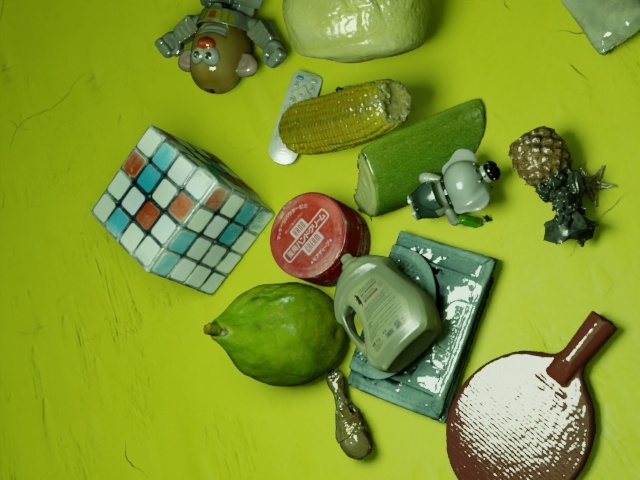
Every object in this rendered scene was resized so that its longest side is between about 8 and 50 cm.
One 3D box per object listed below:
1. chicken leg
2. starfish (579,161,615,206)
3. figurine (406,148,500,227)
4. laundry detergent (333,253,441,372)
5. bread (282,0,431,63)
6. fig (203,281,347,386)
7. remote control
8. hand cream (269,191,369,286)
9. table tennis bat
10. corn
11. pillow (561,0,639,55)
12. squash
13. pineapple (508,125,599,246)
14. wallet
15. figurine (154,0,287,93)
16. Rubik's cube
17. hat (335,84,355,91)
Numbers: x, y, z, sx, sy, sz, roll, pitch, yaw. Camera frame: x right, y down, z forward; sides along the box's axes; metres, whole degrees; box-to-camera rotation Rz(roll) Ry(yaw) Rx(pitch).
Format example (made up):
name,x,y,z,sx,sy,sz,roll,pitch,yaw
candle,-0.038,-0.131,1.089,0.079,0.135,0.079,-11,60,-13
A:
name,x,y,z,sx,sy,sz,roll,pitch,yaw
chicken leg,0.050,0.352,1.856,0.069,0.085,0.198,-18,66,-3
starfish,0.513,-0.107,1.749,0.086,0.016,0.092,-27,71,20
figurine,0.270,-0.101,1.819,0.192,0.126,0.147,-25,68,25
laundry detergent,0.112,0.124,1.793,0.181,0.091,0.253,-49,56,18
bread,0.079,-0.498,1.934,0.320,0.320,0.237,-5,103,29
fig,-0.103,0.168,1.873,0.233,0.314,0.233,-33,36,29
remote control,-0.058,-0.279,2.105,0.073,0.044,0.229,15,78,9
hand cream,0.000,0.000,1.949,0.193,0.125,0.193,-8,72,27
table tennis bat,0.398,0.307,1.688,0.268,0.051,0.415,40,100,30
corn,0.048,-0.256,1.925,0.344,0.131,0.131,-7,72,52
pillow,0.562,-0.457,1.779,0.134,0.078,0.181,-36,65,20
squash,0.222,-0.155,1.920,0.288,0.203,0.111,-23,60,-16
pineapple,0.448,-0.096,1.732,0.111,0.119,0.237,-18,66,-8
wallet,0.195,0.165,1.828,0.237,0.075,0.342,18,87,35
figurine,-0.232,-0.491,2.185,0.342,0.167,0.285,11,89,45
Rubik's cube,-0.309,-0.065,2.066,0.253,0.259,0.256,42,99,33
hat,0.064,-0.310,2.035,0.076,0.059,0.077,-16,65,20
